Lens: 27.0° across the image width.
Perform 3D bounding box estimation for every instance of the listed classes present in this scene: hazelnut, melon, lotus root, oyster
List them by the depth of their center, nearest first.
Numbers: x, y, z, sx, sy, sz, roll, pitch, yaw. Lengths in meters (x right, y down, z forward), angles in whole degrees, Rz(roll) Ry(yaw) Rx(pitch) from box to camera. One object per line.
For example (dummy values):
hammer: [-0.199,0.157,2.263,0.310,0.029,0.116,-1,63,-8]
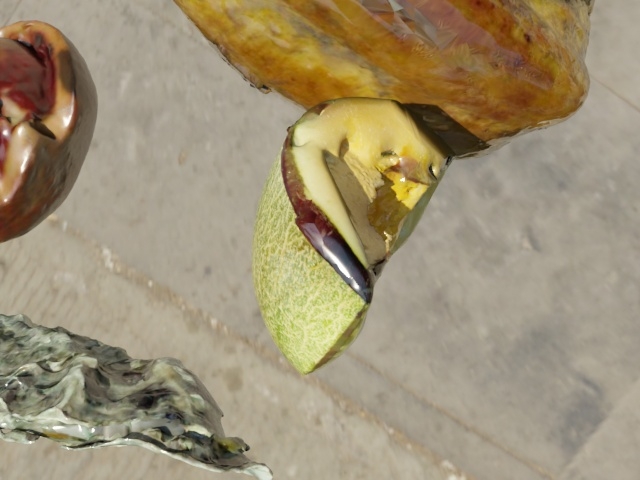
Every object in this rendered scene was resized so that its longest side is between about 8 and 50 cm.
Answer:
melon: [0.000,0.000,0.659,0.079,0.160,0.128,30,123,1]
lotus root: [0.018,-0.163,0.783,0.291,0.193,0.193,29,103,-24]
oyster: [-0.140,0.099,0.801,0.199,0.252,0.087,12,92,-18]
hazelnut: [-0.270,-0.088,1.052,0.170,0.160,0.202,30,84,16]
